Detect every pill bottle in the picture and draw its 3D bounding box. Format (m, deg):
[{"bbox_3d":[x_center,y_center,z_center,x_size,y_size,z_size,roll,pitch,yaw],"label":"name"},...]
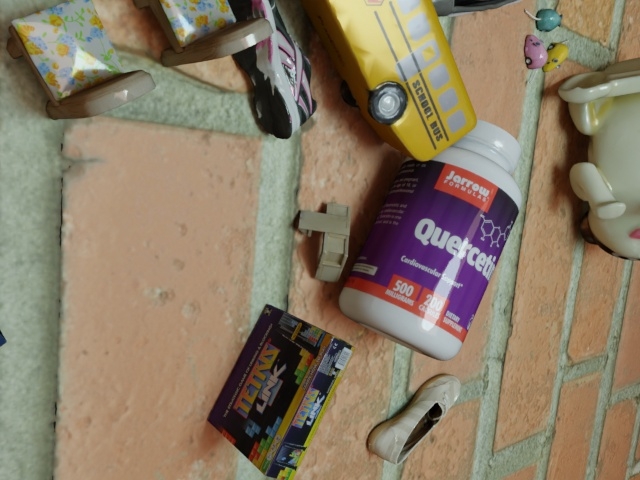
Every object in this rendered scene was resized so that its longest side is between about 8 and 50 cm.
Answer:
[{"bbox_3d":[0.167,-0.007,0.771,0.182,0.182,0.322,33,79,-38],"label":"pill bottle"}]

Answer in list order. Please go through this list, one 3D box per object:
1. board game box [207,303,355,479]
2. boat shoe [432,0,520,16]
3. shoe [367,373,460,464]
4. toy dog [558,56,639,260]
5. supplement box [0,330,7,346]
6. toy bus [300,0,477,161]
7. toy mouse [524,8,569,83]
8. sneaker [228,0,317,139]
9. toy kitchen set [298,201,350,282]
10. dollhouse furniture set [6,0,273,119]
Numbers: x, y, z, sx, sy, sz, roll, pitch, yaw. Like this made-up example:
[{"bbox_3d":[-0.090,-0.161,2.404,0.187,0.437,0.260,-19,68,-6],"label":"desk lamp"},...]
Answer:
[{"bbox_3d":[-0.052,0.178,0.660,0.048,0.141,0.170,35,77,-40],"label":"board game box"},{"bbox_3d":[0.199,-0.381,0.770,0.335,0.096,0.112,-22,113,-34],"label":"boat shoe"},{"bbox_3d":[0.178,0.308,0.926,0.219,0.058,0.076,-28,116,-31],"label":"shoe"},{"bbox_3d":[0.637,-0.148,1.096,0.395,0.285,0.407,-56,137,-63],"label":"toy dog"},{"bbox_3d":[-0.339,0.078,0.462,0.083,0.056,0.083,-41,122,-25],"label":"supplement box"},{"bbox_3d":[0.069,-0.254,0.660,0.130,0.108,0.332,-35,122,-1],"label":"toy bus"},{"bbox_3d":[0.414,-0.370,0.987,0.143,0.031,0.161,46,71,-36],"label":"toy mouse"},{"bbox_3d":[-0.052,-0.215,0.634,0.077,0.072,0.178,-41,131,-39],"label":"sneaker"},{"bbox_3d":[0.000,0.000,0.741,0.068,0.075,0.083,9,55,-4],"label":"toy kitchen set"},{"bbox_3d":[-0.235,-0.246,0.347,0.394,0.257,0.361,-38,121,-27],"label":"dollhouse furniture set"}]
